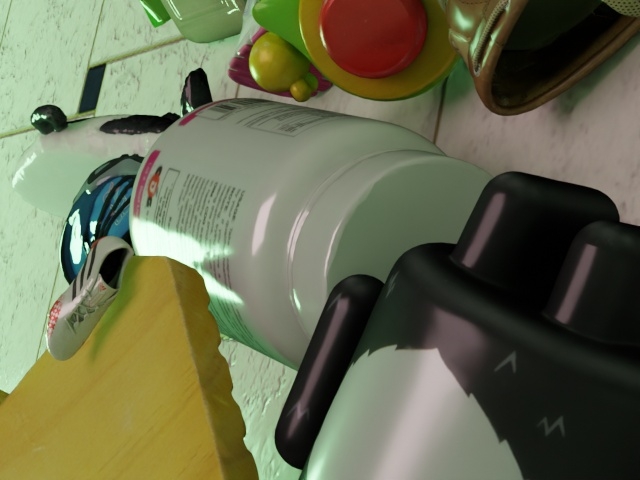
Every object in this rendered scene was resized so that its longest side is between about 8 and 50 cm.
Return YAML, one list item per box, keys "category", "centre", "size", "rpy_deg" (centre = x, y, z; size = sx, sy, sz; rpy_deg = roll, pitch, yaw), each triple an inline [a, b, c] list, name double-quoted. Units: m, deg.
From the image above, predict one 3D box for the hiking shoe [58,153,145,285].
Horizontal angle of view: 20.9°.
- category: "hiking shoe"
  centre: [-0.144, 0.002, 1.357]
  size: [0.304, 0.113, 0.132]
  rpy_deg: [-28, 22, 55]

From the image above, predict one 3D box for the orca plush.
- category: "orca plush"
  centre: [-0.158, -0.093, 1.495]
  size: [0.102, 0.151, 0.287]
  rpy_deg: [-53, 11, -33]

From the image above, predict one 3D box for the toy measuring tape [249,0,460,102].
- category: "toy measuring tape"
  centre: [0.092, -0.180, 1.103]
  size: [0.330, 0.121, 0.121]
  rpy_deg: [-33, 44, 23]

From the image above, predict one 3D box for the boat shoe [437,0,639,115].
- category: "boat shoe"
  centre: [0.173, -0.174, 0.925]
  size: [0.324, 0.122, 0.120]
  rpy_deg: [132, 138, -53]

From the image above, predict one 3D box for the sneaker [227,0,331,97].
- category: "sneaker"
  centre: [0.008, -0.211, 1.245]
  size: [0.252, 0.103, 0.111]
  rpy_deg: [-39, 44, 46]

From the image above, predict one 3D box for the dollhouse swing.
- category: "dollhouse swing"
  centre: [-0.091, 0.240, 1.093]
  size: [0.305, 0.315, 0.347]
  rpy_deg: [-36, 40, 14]

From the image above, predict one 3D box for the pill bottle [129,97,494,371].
- category: "pill bottle"
  centre: [0.000, 0.000, 1.083]
  size: [0.283, 0.160, 0.160]
  rpy_deg: [19, 92, 63]

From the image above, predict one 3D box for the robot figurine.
- category: "robot figurine"
  centre: [0.084, 0.109, 0.853]
  size: [0.209, 0.173, 0.278]
  rpy_deg: [-115, 47, -73]

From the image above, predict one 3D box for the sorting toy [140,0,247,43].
- category: "sorting toy"
  centre: [-0.118, -0.253, 1.428]
  size: [0.047, 0.196, 0.348]
  rpy_deg: [-39, 14, -15]

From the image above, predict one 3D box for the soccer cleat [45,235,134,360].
- category: "soccer cleat"
  centre: [-0.139, 0.035, 1.052]
  size: [0.035, 0.029, 0.083]
  rpy_deg: [8, 67, 58]
